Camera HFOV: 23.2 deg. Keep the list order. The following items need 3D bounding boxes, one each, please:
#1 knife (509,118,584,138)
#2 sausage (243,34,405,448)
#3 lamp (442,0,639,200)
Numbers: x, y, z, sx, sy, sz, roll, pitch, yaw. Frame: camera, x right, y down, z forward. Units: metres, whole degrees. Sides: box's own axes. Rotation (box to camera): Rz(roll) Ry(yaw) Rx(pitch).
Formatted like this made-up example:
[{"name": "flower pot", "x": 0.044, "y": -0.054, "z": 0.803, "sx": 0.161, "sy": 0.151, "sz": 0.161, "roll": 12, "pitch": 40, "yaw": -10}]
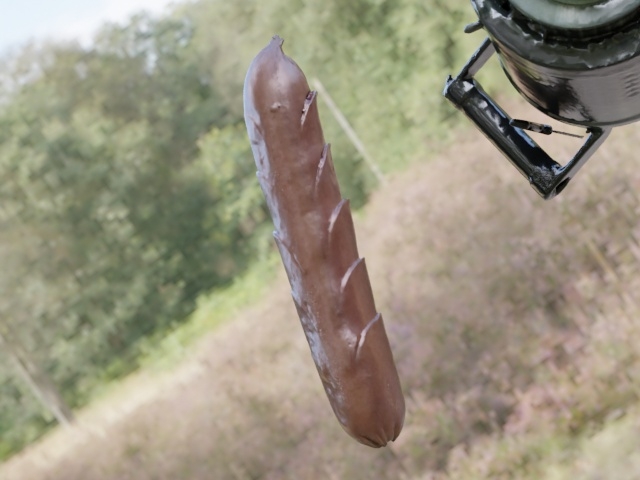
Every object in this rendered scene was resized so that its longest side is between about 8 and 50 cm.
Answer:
[{"name": "knife", "x": 0.226, "y": -0.108, "z": 1.521, "sx": 0.170, "sy": 0.023, "sz": 0.010, "roll": 1, "pitch": -75, "yaw": -60}, {"name": "sausage", "x": -0.002, "y": 0.000, "z": 1.567, "sx": 0.088, "sy": 0.433, "sz": 0.088, "roll": -15, "pitch": -9, "yaw": -2}, {"name": "lamp", "x": 0.232, "y": -0.216, "z": 1.383, "sx": 0.374, "sy": 0.205, "sz": 0.272, "roll": -49, "pitch": -19, "yaw": 22}]
